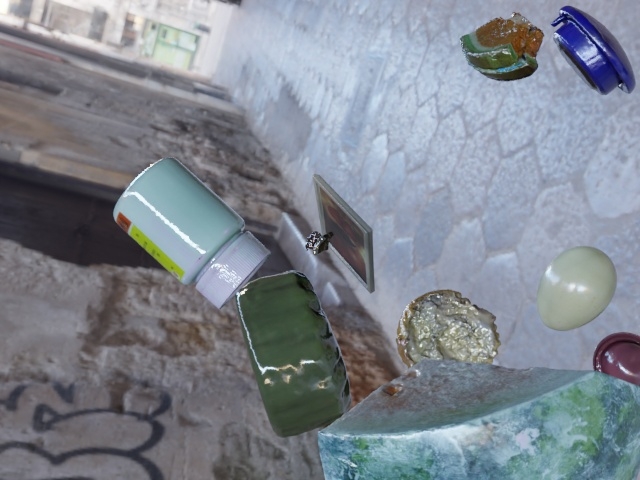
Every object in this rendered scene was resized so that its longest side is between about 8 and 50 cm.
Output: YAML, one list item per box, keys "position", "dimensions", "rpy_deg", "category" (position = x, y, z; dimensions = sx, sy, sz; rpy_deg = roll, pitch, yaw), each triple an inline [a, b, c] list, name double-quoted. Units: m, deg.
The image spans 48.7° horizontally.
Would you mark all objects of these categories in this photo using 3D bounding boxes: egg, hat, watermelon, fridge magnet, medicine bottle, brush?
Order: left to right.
- position: [-0.200, -0.012, 1.108]
  dimensions: [0.139, 0.225, 0.139]
  rpy_deg: [-48, -1, -1]
  category: "medicine bottle"
- position: [0.000, 0.000, 1.462]
  dimensions: [0.043, 0.036, 0.248]
  rpy_deg: [-60, -4, 6]
  category: "brush"
- position: [0.195, 0.236, 0.856]
  dimensions: [0.258, 0.387, 0.228]
  rpy_deg: [-102, 1, -69]
  category: "watermelon"
- position: [0.695, 0.134, 1.938]
  dimensions: [0.254, 0.188, 0.188]
  rpy_deg: [-56, 21, 11]
  category: "egg"
- position: [0.659, -0.455, 1.711]
  dimensions: [0.112, 0.265, 0.265]
  rpy_deg: [-41, 30, 19]
  category: "fridge magnet"
- position: [0.921, 0.371, 2.116]
  dimensions: [0.089, 0.205, 0.205]
  rpy_deg: [71, -151, -75]
  category: "hat"

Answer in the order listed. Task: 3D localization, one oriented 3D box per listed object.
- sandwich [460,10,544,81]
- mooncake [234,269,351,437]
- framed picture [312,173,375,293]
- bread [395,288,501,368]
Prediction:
- position: [0.405, -0.433, 1.577]
  dimensions: [0.159, 0.079, 0.235]
  rpy_deg: [-46, 33, 20]
  category: "sandwich"
- position: [-0.059, 0.243, 1.574]
  dimensions: [0.356, 0.194, 0.356]
  rpy_deg: [164, 90, -84]
  category: "mooncake"
- position: [0.061, -0.013, 1.739]
  dimensions: [0.211, 0.020, 0.289]
  rpy_deg: [49, 164, 28]
  category: "framed picture"
- position: [0.334, 0.267, 1.890]
  dimensions: [0.149, 0.274, 0.274]
  rpy_deg: [87, -171, -64]
  category: "bread"
